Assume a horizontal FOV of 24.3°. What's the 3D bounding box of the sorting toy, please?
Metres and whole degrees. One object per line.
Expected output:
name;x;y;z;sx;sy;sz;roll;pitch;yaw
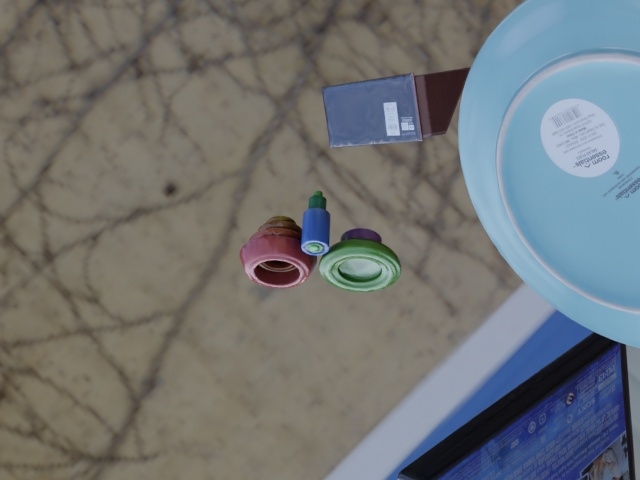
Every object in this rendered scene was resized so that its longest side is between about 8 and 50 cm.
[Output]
sorting toy;0.000;0.000;0.929;0.102;0.042;0.061;0;146;5

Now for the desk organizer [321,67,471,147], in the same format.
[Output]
desk organizer;0.055;-0.095;1.067;0.130;0.050;0.047;2;102;62

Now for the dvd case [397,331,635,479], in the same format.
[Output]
dvd case;0.122;0.197;0.838;0.022;0.180;0.253;14;122;42

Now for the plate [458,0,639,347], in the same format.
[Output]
plate;0.140;-0.027;0.667;0.188;0.024;0.188;19;127;28
